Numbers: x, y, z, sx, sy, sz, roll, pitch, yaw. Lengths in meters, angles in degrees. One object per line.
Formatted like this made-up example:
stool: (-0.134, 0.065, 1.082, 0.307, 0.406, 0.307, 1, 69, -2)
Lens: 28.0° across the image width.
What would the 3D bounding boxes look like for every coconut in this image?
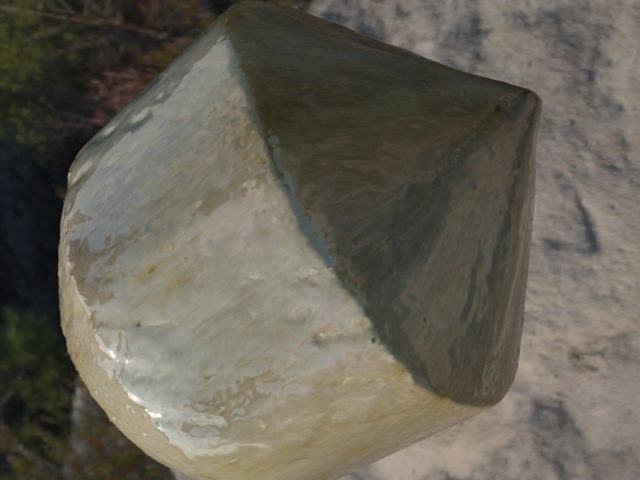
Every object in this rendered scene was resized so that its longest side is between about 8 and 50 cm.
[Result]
coconut: (0.000, 0.000, 0.798, 0.328, 0.329, 0.329, 0, 89, 42)
